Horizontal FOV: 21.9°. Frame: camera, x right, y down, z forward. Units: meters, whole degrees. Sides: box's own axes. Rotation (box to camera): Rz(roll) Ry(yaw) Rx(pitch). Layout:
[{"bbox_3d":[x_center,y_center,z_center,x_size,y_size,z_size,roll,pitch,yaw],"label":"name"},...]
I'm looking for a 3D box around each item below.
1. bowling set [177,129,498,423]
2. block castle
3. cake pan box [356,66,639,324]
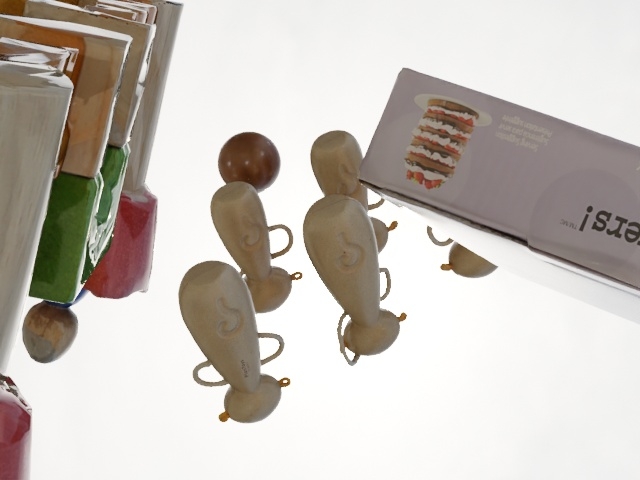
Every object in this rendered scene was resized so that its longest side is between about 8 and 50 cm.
[{"bbox_3d":[0.000,0.000,1.365,0.200,0.287,0.154,-124,-167,-52],"label":"bowling set"},{"bbox_3d":[-0.228,-0.015,0.678,0.453,0.303,0.213,-89,-167,-78],"label":"block castle"},{"bbox_3d":[0.180,0.011,0.835,0.267,0.246,0.070,22,-90,28],"label":"cake pan box"}]
